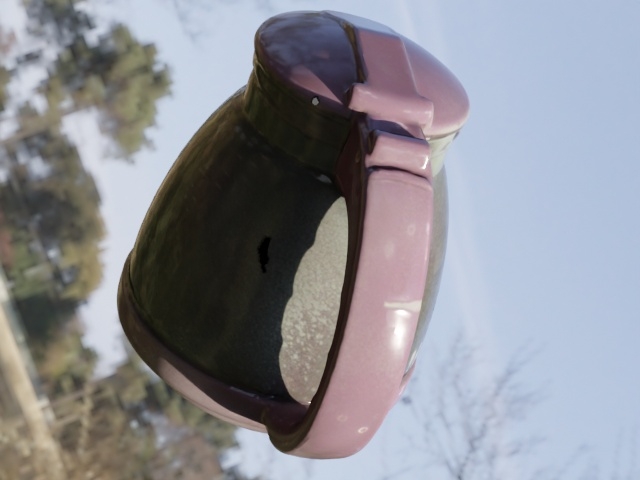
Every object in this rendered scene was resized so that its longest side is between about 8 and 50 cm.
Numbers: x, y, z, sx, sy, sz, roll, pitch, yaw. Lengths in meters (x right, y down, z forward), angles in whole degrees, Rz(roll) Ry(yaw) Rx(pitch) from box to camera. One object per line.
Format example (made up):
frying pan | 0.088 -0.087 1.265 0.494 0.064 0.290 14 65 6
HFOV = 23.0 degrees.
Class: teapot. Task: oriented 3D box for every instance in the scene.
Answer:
teapot | -0.008 -0.005 0.554 0.116 0.148 0.146 24 -60 6
